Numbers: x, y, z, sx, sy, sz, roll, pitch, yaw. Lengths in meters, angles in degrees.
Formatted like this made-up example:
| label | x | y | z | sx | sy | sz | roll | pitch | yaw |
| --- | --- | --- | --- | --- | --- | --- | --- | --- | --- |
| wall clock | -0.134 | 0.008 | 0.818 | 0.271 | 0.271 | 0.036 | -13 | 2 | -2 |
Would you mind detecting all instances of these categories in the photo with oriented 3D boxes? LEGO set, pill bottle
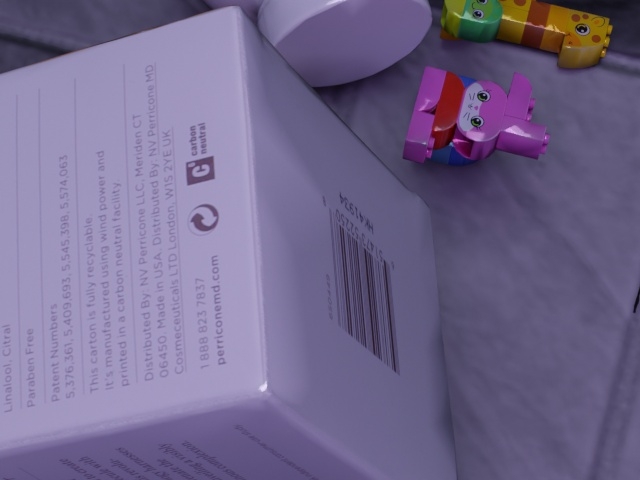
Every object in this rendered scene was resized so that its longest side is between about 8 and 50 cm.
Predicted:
| label | x | y | z | sx | sy | sz | roll | pitch | yaw |
| --- | --- | --- | --- | --- | --- | --- | --- | --- | --- |
| LEGO set | 0.112 | -0.114 | 1.080 | 0.093 | 0.087 | 0.227 | 14 | 61 | 4 |
| pill bottle | -0.021 | -0.219 | 1.092 | 0.146 | 0.146 | 0.264 | -16 | 67 | -6 |

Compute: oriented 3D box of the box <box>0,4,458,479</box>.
| label | x | y | z | sx | sy | sz | roll | pitch | yaw |
| --- | --- | --- | --- | --- | --- | --- | --- | --- | --- |
| box | -0.140 | 0.057 | 0.876 | 0.345 | 0.215 | 0.168 | -14 | 64 | 19 |
